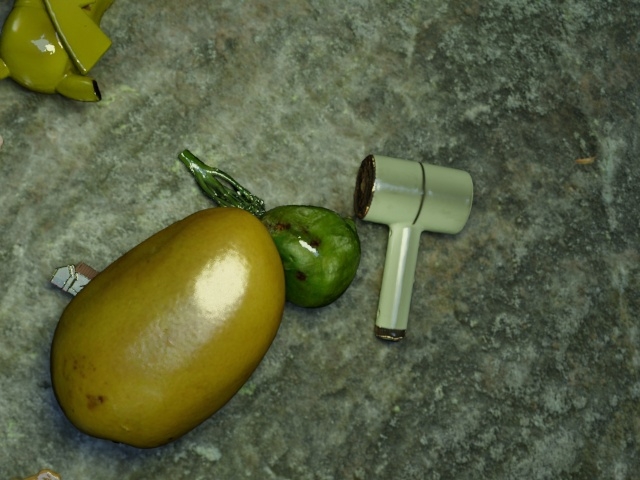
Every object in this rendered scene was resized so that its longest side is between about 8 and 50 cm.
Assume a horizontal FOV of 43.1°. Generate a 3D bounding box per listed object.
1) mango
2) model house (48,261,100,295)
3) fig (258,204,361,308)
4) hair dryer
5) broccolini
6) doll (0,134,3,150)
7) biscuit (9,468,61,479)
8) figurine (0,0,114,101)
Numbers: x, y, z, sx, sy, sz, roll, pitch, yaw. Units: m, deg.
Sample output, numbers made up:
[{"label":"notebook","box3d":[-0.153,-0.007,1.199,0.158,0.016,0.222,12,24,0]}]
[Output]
[{"label":"mango","box3d":[-0.240,0.139,1.317,0.300,0.232,0.446,43,91,6]},{"label":"model house","box3d":[-0.416,0.068,1.402,0.083,0.057,0.058,33,82,-6]},{"label":"fig","box3d":[0.000,0.000,1.452,0.203,0.203,0.235,51,55,-3]},{"label":"hair dryer","box3d":[0.155,0.031,1.523,0.203,0.128,0.362,9,89,-14]},{"label":"broccolini","box3d":[-0.181,-0.089,1.490,0.202,0.068,0.091,43,62,10]},{"label":"doll","box3d":[-0.631,-0.183,1.361,0.192,0.095,0.149,43,70,-4]},{"label":"biscuit","box3d":[-0.466,0.477,1.355,0.133,0.027,0.184,-27,92,-16]},{"label":"figurine","box3d":[-0.445,-0.370,1.389,0.218,0.169,0.327,15,79,-7]}]
